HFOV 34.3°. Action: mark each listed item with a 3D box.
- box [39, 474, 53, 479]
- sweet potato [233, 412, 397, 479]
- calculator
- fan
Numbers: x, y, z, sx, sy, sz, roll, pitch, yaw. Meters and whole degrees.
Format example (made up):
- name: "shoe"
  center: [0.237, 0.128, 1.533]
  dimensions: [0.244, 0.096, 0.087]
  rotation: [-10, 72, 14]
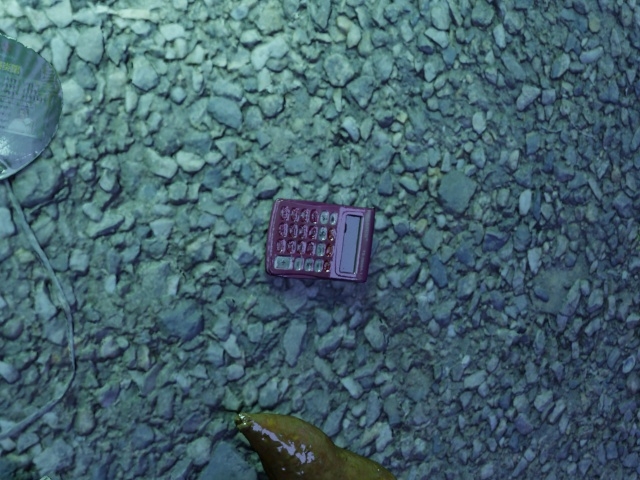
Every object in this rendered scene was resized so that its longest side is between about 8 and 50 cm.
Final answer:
- name: "box"
  center: [-0.461, 0.458, 1.354]
  dimensions: [0.325, 0.047, 0.180]
  rotation: [-35, 146, -23]
- name: "sweet potato"
  center: [-0.024, 0.356, 1.629]
  dimensions: [0.337, 0.131, 0.131]
  rotation: [36, 78, -31]
- name: "calculator"
  center: [0.000, 0.000, 1.641]
  dimensions: [0.191, 0.034, 0.126]
  rotation: [6, 95, -28]
- name: "fan"
  center: [-0.469, -0.146, 1.323]
  dimensions: [0.223, 0.012, 0.294]
  rotation: [44, 73, -30]
